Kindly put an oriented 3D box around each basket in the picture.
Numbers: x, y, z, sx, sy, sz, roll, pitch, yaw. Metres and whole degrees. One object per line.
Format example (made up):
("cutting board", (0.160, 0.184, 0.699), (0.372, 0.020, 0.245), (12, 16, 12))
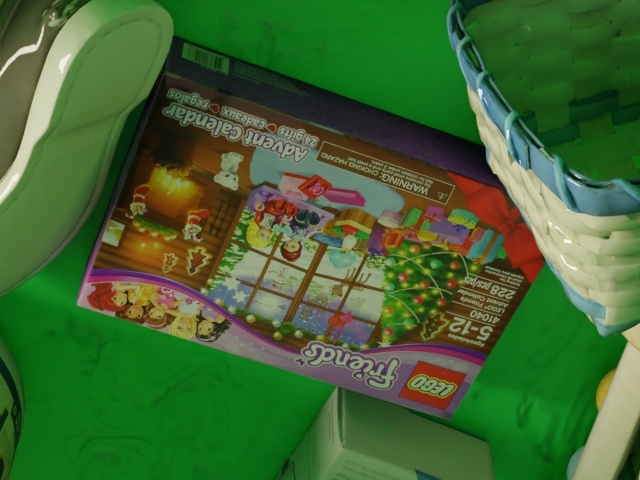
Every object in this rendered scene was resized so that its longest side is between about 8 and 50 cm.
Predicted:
("basket", (0.182, -0.114, 0.773), (0.201, 0.255, 0.289), (-18, 137, -4))

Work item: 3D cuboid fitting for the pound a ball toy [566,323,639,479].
("pound a ball toy", (0.237, 0.133, 0.974), (0.208, 0.136, 0.319), (-19, 135, -38))

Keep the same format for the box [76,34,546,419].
("box", (0.000, 0.000, 0.954), (0.293, 0.057, 0.201), (18, 123, -12))

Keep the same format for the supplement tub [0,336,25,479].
("supplement tub", (-0.341, 0.193, 0.922), (0.235, 0.325, 0.235), (0, 124, 0))

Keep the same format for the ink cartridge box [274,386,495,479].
("ink cartridge box", (0.033, 0.225, 1.094), (0.139, 0.082, 0.191), (22, 120, -15))

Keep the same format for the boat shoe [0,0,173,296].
("boat shoe", (-0.194, -0.069, 0.888), (0.091, 0.109, 0.305), (51, 131, 16))
